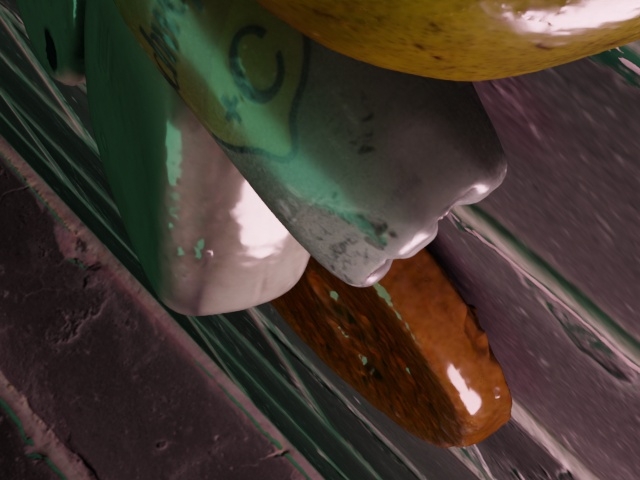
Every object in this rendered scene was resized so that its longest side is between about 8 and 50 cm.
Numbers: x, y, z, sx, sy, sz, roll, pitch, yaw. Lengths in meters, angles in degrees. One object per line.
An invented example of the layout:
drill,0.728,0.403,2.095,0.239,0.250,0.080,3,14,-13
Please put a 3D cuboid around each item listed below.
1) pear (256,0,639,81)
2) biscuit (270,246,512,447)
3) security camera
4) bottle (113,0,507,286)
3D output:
pear,0.019,-0.086,0.393,0.141,0.104,0.141,51,176,6
biscuit,0.001,-0.001,1.033,0.257,0.049,0.273,56,167,-21
security camera,-0.081,-0.105,0.888,0.157,0.080,0.301,95,152,-46
bottle,-0.043,-0.107,0.679,0.269,0.083,0.083,51,172,4
